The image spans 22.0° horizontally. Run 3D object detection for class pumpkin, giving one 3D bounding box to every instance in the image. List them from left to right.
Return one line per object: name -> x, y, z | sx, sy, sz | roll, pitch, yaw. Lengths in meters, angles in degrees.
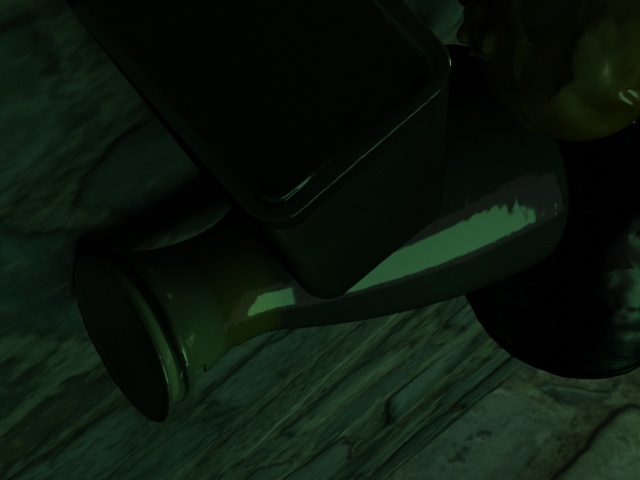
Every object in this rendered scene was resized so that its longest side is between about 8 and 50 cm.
pumpkin -> 0.238, -0.031, 1.454 | 0.315, 0.238, 0.315 | -48, 151, -38

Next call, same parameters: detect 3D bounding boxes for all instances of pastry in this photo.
pastry -> 0.203, -0.195, 1.015 | 0.284, 0.184, 0.316 | -41, 174, 26

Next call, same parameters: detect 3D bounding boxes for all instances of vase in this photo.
vase -> 0.000, 0.000, 1.119 | 0.321, 0.173, 0.173 | -27, 159, -27

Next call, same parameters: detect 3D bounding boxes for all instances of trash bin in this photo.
trash bin -> -0.016, -0.070, 0.878 | 0.122, 0.164, 0.240 | -40, 165, -4
